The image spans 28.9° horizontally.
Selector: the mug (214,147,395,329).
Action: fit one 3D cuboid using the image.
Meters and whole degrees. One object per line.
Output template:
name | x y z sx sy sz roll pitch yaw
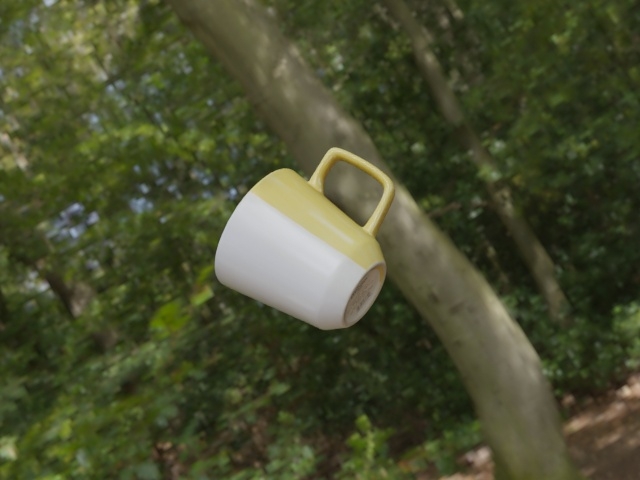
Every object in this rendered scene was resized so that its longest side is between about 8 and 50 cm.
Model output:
mug | -0.003 0.003 0.568 0.062 0.064 0.078 -22 -42 -56
